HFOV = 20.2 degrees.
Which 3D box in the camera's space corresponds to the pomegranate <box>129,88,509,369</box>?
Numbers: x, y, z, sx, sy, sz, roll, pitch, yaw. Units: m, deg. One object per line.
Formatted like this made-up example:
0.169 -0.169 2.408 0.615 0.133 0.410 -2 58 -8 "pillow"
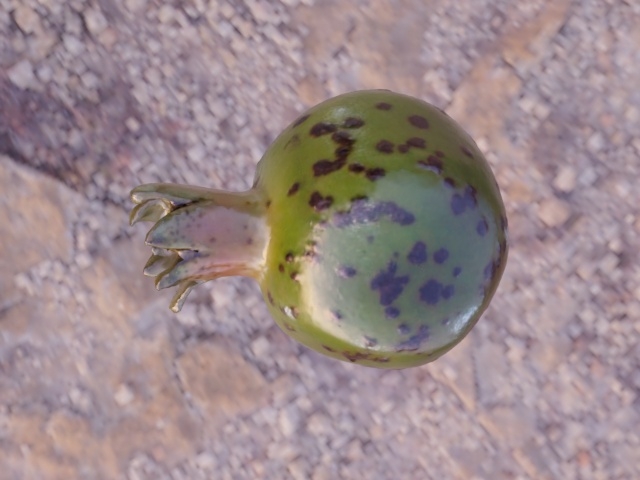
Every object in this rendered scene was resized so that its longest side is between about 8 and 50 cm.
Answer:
0.011 0.012 1.432 0.286 0.231 0.231 -26 125 -19 "pomegranate"
